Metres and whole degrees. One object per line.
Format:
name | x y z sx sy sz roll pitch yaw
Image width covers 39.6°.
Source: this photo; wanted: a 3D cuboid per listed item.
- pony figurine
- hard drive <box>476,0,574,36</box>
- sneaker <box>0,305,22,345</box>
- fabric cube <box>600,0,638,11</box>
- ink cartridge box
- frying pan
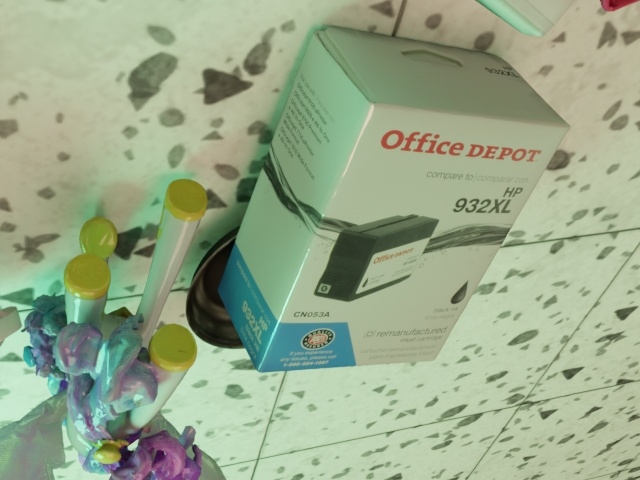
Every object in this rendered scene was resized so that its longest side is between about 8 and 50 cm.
pony figurine | -0.203 0.168 0.858 0.302 0.351 0.363 11 133 -15
hard drive | -0.030 -0.244 0.474 0.353 0.233 0.047 20 113 -44
sneaker | -0.438 0.127 0.826 0.365 0.210 0.137 -2 126 36
fabric cube | 0.204 -0.330 0.462 0.259 0.258 0.254 -21 146 0
ink cartridge box | 0.060 -0.027 0.858 0.223 0.129 0.307 2 129 -30
frying pan | -0.022 -0.005 0.960 0.197 0.053 0.326 18 118 -44
